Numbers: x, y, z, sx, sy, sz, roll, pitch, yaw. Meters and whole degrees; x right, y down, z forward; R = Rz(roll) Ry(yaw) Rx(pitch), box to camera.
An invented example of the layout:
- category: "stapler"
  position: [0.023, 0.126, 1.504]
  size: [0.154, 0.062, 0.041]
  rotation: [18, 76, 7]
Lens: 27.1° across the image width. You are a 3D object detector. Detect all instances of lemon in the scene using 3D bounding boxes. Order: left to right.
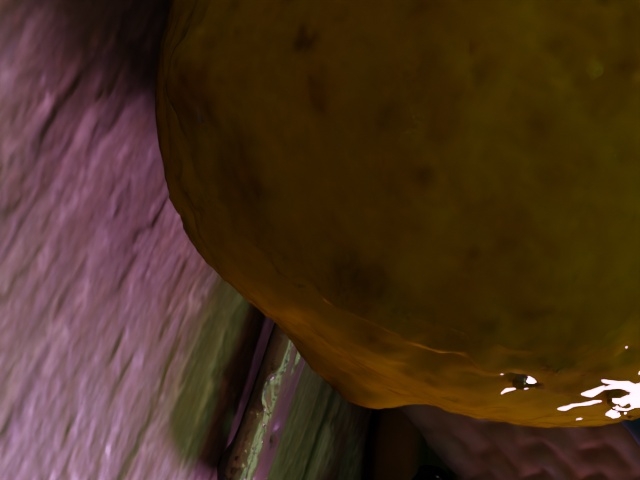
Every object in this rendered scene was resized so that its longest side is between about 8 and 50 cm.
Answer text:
- category: "lemon"
  position: [0.098, -0.095, 0.627]
  size: [0.387, 0.350, 0.350]
  rotation: [-62, 160, 2]

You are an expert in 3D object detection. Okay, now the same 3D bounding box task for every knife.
- category: "knife"
  position: [-0.006, -0.001, 0.850]
  size: [0.089, 0.043, 0.365]
  rotation: [53, 52, -64]

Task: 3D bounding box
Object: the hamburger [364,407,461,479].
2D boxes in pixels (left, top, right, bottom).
- category: "hamburger"
  position: [0.140, 0.173, 1.174]
  size: [0.237, 0.149, 0.237]
  rotation: [10, 90, -71]

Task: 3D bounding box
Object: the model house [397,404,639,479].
- category: "model house"
  position: [0.338, 0.023, 0.972]
  size: [0.395, 0.400, 0.445]
  rotation: [49, 58, -10]

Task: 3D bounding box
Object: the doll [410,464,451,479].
- category: "doll"
  position: [0.055, 0.286, 1.035]
  size: [0.182, 0.117, 0.257]
  rotation: [-47, 152, -23]
